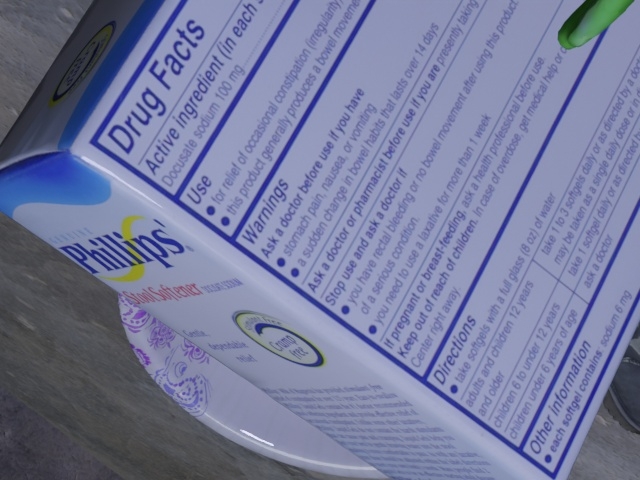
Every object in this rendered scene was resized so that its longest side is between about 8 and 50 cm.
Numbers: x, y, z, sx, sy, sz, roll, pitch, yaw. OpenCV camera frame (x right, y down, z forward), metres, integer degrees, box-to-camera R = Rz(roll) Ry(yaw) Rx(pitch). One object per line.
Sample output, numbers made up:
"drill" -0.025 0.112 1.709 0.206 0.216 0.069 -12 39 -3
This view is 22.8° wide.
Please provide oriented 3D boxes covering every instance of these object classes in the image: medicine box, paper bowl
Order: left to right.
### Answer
"paper bowl" 0.011 0.029 1.129 0.284 0.148 0.284 11 138 10
"medicine box" 0.031 -0.057 0.792 0.289 0.263 0.149 37 159 -19

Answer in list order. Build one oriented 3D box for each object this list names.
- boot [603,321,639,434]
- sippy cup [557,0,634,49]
"boot" 0.288 0.090 1.108 0.209 0.076 0.189 1 149 41
"sippy cup" -0.006 -0.206 0.574 0.240 0.305 0.224 -9 170 -2
